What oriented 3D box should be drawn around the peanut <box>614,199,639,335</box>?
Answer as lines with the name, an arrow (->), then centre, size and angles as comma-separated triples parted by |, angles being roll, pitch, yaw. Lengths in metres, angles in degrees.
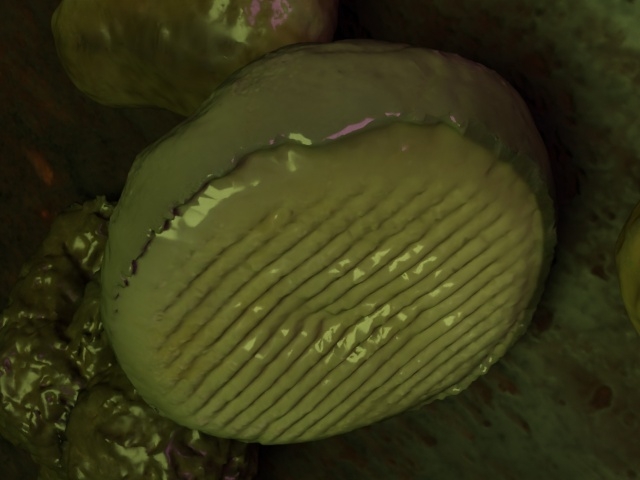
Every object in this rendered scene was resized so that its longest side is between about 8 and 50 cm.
peanut -> 0.264, -0.037, 0.491 | 0.147, 0.147, 0.305 | 41, 126, 15

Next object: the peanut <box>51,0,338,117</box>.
peanut -> -0.085, -0.141, 0.676 | 0.224, 0.129, 0.129 | 10, 110, 32

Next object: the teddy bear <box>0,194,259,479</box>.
teddy bear -> -0.153, 0.125, 0.785 | 0.256, 0.156, 0.267 | 24, 115, 22

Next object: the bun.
bun -> 0.000, 0.000, 0.618 | 0.287, 0.287, 0.146 | -57, 33, 31
